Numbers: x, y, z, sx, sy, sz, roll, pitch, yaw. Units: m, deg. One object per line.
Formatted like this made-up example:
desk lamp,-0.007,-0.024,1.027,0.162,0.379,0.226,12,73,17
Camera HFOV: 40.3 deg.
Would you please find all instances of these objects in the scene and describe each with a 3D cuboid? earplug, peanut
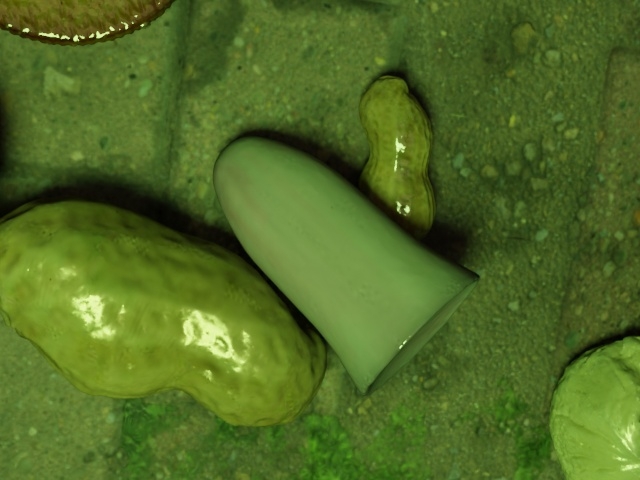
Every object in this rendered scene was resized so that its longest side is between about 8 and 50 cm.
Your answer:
earplug,0.000,0.000,0.929,0.301,0.172,0.172,44,90,13
peanut,-0.171,0.081,0.918,0.387,0.169,0.192,23,60,-13
peanut,0.084,-0.090,0.989,0.089,0.089,0.192,-3,96,-9

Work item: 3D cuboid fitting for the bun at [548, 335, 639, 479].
bun,0.394,0.224,1.058,0.221,0.134,0.220,0,88,-8

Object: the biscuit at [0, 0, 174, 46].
biscuit,-0.268,-0.353,0.906,0.305,0.038,0.305,-1,98,-10
